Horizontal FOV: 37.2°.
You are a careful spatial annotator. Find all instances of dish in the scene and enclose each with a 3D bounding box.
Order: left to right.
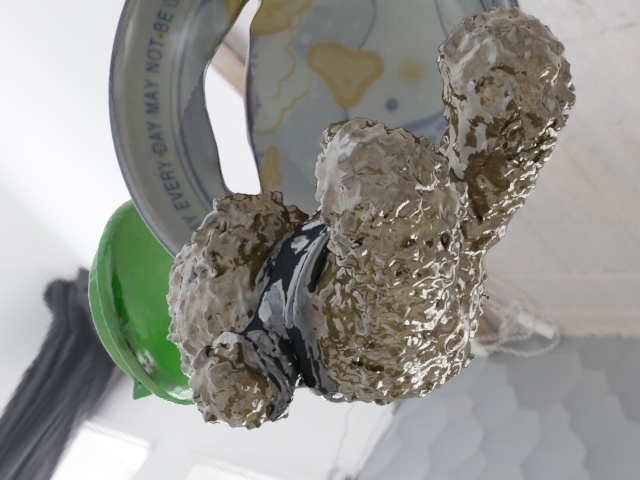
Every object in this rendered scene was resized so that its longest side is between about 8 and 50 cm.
[{"bbox_3d":[0.010,-0.094,0.615,0.273,0.273,0.134,24,-170,22],"label":"dish"}]

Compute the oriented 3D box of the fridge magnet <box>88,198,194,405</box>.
[{"bbox_3d":[-0.146,0.057,0.915,0.088,0.208,0.208,-17,131,25],"label":"fridge magnet"}]

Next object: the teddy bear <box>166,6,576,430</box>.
[{"bbox_3d":[0.014,0.016,0.438,0.129,0.182,0.251,53,143,-8],"label":"teddy bear"}]
